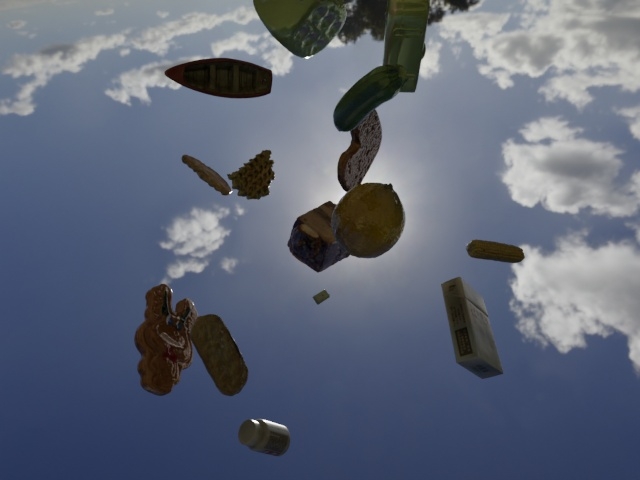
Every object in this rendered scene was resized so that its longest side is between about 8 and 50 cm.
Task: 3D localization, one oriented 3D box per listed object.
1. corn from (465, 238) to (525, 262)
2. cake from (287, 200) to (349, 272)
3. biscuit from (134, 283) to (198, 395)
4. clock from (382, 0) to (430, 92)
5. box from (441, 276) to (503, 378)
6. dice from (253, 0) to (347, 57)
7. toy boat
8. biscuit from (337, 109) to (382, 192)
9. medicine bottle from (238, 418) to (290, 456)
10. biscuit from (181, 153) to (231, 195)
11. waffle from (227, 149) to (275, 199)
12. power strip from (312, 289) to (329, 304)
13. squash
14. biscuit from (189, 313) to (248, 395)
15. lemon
[{"bbox_3d":[0.684,0.042,1.623,0.237,0.080,0.080,6,-146,-8],"label":"corn"},{"bbox_3d":[0.000,0.000,1.623,0.196,0.199,0.293,39,-137,20],"label":"cake"},{"bbox_3d":[-0.443,0.281,1.205,0.047,0.202,0.334,-26,-139,19],"label":"biscuit"},{"bbox_3d":[0.202,-0.530,0.991,0.096,0.235,0.308,3,-123,7],"label":"clock"},{"bbox_3d":[0.419,0.241,1.155,0.067,0.155,0.243,-28,-136,31],"label":"box"},{"bbox_3d":[-0.072,-0.846,1.493,0.250,0.254,0.252,56,-153,9],"label":"dice"},{"bbox_3d":[-0.365,-0.592,1.503,0.391,0.136,0.079,-6,-153,-27],"label":"toy boat"},{"bbox_3d":[0.123,-0.319,1.439,0.052,0.262,0.277,25,-95,26],"label":"biscuit"},{"bbox_3d":[-0.151,0.529,1.117,0.079,0.140,0.079,-22,-132,27],"label":"medicine bottle"},{"bbox_3d":[-0.439,-0.256,1.625,0.033,0.224,0.144,-48,-171,11],"label":"biscuit"},{"bbox_3d":[-0.203,-0.203,1.250,0.046,0.161,0.192,-2,-179,33],"label":"waffle"},{"bbox_3d":[0.004,0.233,1.710,0.090,0.016,0.040,-23,-103,-53],"label":"power strip"},{"bbox_3d":[0.099,-0.311,0.907,0.068,0.077,0.219,-37,-172,-40],"label":"squash"},{"bbox_3d":[-0.167,0.190,0.694,0.018,0.147,0.071,-19,-170,38],"label":"biscuit"},{"bbox_3d":[0.129,-0.054,1.117,0.192,0.231,0.192,30,-156,-15],"label":"lemon"}]
